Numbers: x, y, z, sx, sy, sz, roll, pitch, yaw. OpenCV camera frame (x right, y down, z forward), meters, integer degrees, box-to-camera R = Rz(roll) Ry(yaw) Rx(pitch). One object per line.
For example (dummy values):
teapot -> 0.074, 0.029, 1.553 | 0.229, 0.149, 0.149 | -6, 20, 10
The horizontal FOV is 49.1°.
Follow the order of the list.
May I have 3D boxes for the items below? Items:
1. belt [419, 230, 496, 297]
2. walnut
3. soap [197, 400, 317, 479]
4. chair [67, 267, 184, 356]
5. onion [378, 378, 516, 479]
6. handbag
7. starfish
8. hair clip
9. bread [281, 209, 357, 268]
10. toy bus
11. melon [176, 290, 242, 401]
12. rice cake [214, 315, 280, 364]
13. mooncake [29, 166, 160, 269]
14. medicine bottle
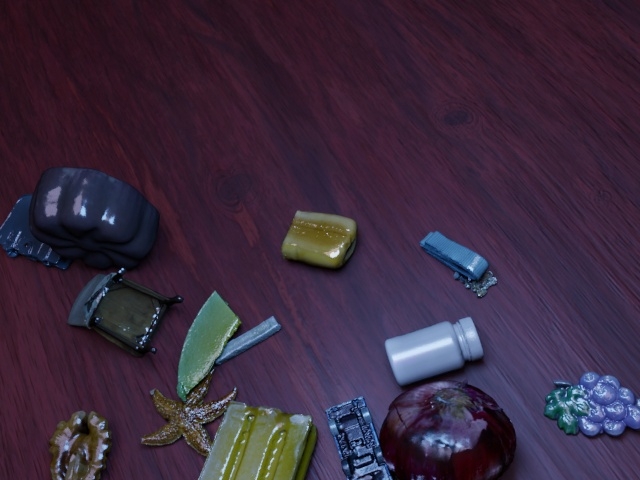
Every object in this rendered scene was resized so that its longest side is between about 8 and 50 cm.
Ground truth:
belt -> 0.301, 0.042, 1.556 | 0.065, 0.100, 0.179 | -44, 46, -9
walnut -> -0.526, 0.464, 1.545 | 0.143, 0.069, 0.170 | 0, 64, 13
soap -> -0.137, 0.487, 1.386 | 0.199, 0.091, 0.314 | 3, 54, 21
chair -> -0.468, 0.169, 1.654 | 0.186, 0.319, 0.160 | 31, 70, -20
onion -> 0.239, 0.383, 1.316 | 0.252, 0.219, 0.252 | -7, 16, 2
handbag -> -0.739, -0.020, 1.860 | 0.229, 0.062, 0.179 | 17, 68, 22
starfish -> -0.285, 0.387, 1.539 | 0.240, 0.043, 0.227 | 39, 79, 26
hair clip -> 0.533, 0.319, 1.361 | 0.196, 0.052, 0.124 | -6, 67, 19
bread -> 0.000, 0.001, 1.640 | 0.173, 0.085, 0.134 | 14, 64, 23
toy bus -> 0.081, 0.417, 1.387 | 0.090, 0.106, 0.184 | -20, 54, 0
melon -> -0.256, 0.245, 1.588 | 0.114, 0.053, 0.261 | 12, 63, 25
rice cake -> -0.169, 0.229, 1.597 | 0.171, 0.029, 0.033 | -31, 55, -2
mooncake -> -0.546, -0.047, 1.689 | 0.306, 0.306, 0.154 | -1, 64, 14
medicine bottle -> 0.234, 0.228, 1.448 | 0.187, 0.102, 0.102 | -19, 60, 4
